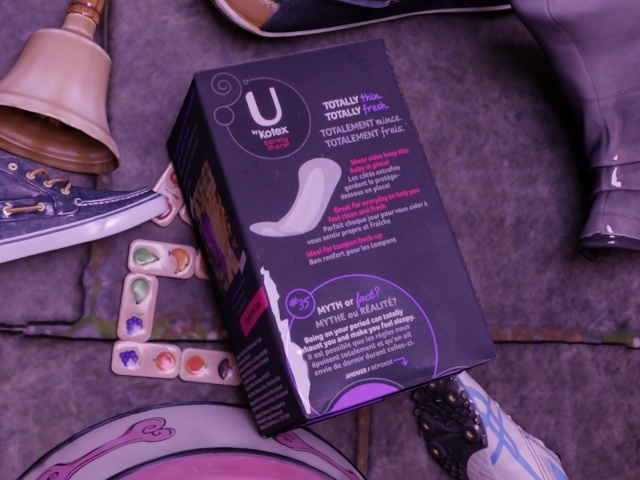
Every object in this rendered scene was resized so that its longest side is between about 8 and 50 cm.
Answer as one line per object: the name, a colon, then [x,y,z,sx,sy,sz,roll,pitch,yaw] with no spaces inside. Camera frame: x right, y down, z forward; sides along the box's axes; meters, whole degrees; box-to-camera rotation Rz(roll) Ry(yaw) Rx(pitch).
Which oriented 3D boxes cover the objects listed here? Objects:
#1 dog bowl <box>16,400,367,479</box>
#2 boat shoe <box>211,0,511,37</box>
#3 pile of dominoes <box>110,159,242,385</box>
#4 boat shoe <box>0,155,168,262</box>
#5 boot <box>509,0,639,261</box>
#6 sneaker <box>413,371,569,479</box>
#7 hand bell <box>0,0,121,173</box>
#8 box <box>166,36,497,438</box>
dog bowl: [-0.094,0.342,0.774,0.408,0.150,0.408,0,90,-18]
boat shoe: [0.139,-0.292,0.827,0.500,0.156,0.186,-20,98,-25]
pile of dominoes: [-0.044,0.033,0.844,0.251,0.040,0.196,7,89,-18]
boat shoe: [-0.219,-0.034,0.771,0.183,0.065,0.083,-16,95,-14]
boot: [0.253,-0.096,0.824,0.338,0.118,0.222,12,84,-52]
sneaker: [0.172,0.201,0.901,0.237,0.085,0.086,53,50,-8]
hand bell: [-0.187,-0.189,0.775,0.126,0.126,0.242,20,73,-17]
box: [0.000,0.000,0.767,0.165,0.143,0.270,-14,79,-21]
